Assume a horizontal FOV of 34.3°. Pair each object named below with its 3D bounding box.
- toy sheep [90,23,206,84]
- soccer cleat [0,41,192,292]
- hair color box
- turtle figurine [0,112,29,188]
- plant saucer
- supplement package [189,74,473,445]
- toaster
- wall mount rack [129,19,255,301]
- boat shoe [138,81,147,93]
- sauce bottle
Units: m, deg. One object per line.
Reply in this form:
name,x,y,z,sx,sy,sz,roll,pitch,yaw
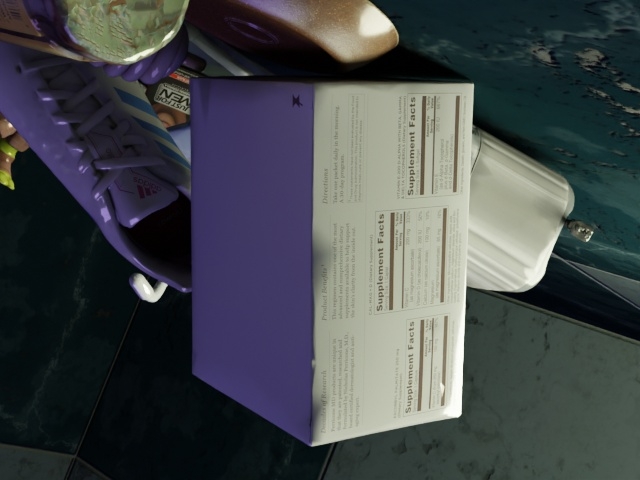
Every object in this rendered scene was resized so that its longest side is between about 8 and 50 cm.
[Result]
toy sheep,-0.149,-0.170,0.833,0.132,0.091,0.091,23,177,-21
soccer cleat,-0.186,-0.091,0.893,0.331,0.116,0.143,53,178,-28
hair color box,-0.178,-0.130,1.202,0.072,0.141,0.043,21,180,0
turtle figurine,-0.325,-0.173,1.188,0.087,0.217,0.269,39,171,0
plant saucer,-0.043,-0.162,0.733,0.199,0.036,0.198,22,178,1
supplement package,0.000,0.000,0.835,0.145,0.261,0.204,-5,-169,-32
toaster,0.118,-0.037,0.942,0.146,0.129,0.227,26,176,-32
wall mount rack,-0.145,-0.091,1.060,0.350,0.130,0.304,-12,119,26
boat shoe,-0.300,-0.203,1.417,0.084,0.079,0.233,19,178,16
sauce bottle,-0.232,-0.198,0.728,0.344,0.111,0.111,20,177,41
